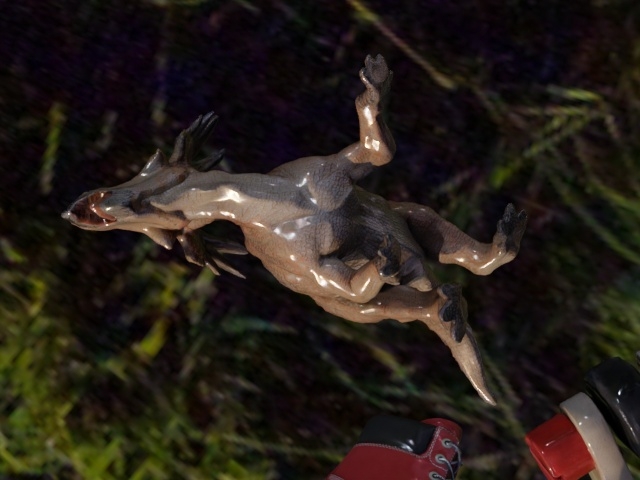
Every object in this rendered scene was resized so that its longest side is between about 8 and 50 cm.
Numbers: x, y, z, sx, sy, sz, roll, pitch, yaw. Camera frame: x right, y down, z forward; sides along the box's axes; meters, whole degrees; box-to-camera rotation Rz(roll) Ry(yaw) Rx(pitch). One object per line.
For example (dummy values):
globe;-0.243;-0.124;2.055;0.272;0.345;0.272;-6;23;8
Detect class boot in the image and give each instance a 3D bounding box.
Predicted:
boot;0.106;0.236;1.436;0.176;0.244;0.088;-47;145;-26

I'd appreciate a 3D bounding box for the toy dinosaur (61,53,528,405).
toy dinosaur;0.000;0.000;1.124;0.296;0.200;0.127;40;55;-35

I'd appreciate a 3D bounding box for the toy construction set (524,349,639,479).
toy construction set;0.207;0.230;0.913;0.309;0.257;0.237;-48;142;-20
